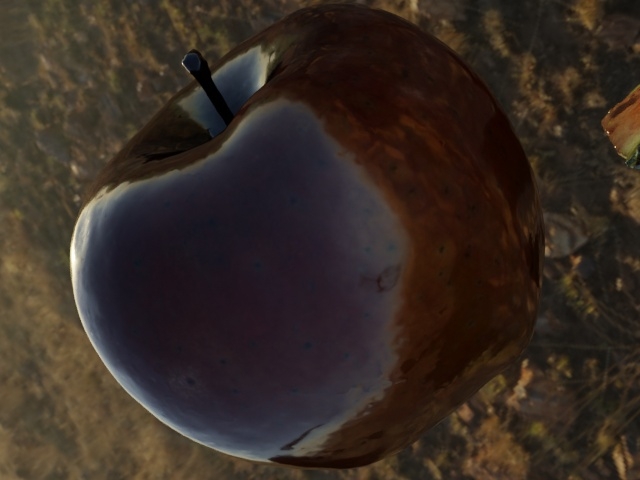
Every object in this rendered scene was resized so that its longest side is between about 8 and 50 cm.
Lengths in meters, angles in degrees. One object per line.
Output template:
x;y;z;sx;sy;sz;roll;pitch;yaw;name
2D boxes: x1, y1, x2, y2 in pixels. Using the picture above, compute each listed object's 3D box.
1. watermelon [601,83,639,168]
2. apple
0.294;-0.092;0.576;0.128;0.303;0.159;45;111;2;watermelon
0.001;-0.001;0.431;0.234;0.234;0.234;39;147;32;apple
